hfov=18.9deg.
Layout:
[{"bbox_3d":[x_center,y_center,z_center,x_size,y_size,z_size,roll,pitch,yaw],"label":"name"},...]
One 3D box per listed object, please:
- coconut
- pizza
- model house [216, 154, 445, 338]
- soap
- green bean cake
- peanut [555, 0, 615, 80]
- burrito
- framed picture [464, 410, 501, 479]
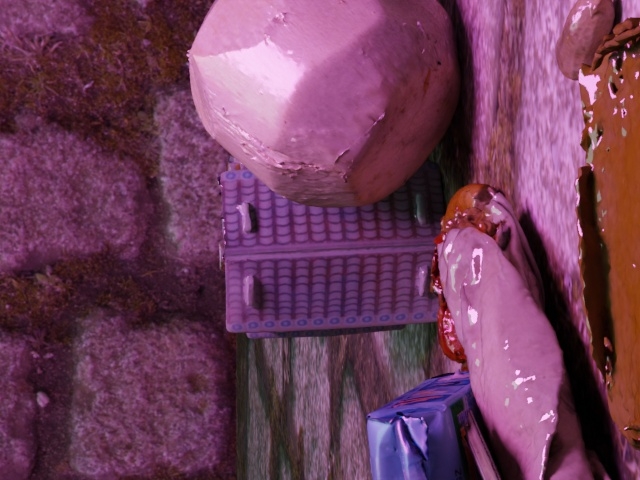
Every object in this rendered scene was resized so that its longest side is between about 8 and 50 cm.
[{"bbox_3d":[-0.008,-0.167,1.807,0.247,0.245,0.245,39,148,22],"label":"coconut"},{"bbox_3d":[0.128,0.048,1.712,0.201,0.053,0.193,103,162,-60],"label":"pizza"},{"bbox_3d":[0.000,0.000,1.973,0.215,0.224,0.198,-159,68,-81],"label":"model house"},{"bbox_3d":[0.103,0.191,1.532,0.293,0.077,0.156,-18,-82,-75],"label":"soap"},{"bbox_3d":[0.212,-0.005,0.916,0.229,0.131,0.224,162,103,-78],"label":"green bean cake"},{"bbox_3d":[0.186,-0.143,1.349,0.083,0.037,0.037,111,155,-59],"label":"peanut"},{"bbox_3d":[0.158,0.102,1.476,0.392,0.076,0.117,-104,15,-46],"label":"burrito"},{"bbox_3d":[0.168,0.287,1.363,0.296,0.019,0.232,-110,-3,-62],"label":"framed picture"}]
